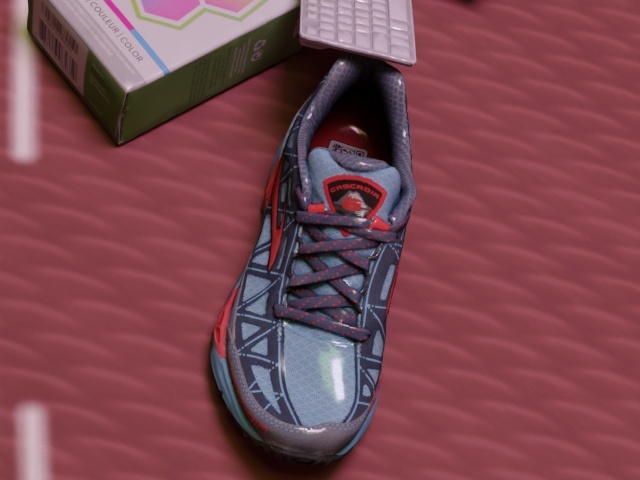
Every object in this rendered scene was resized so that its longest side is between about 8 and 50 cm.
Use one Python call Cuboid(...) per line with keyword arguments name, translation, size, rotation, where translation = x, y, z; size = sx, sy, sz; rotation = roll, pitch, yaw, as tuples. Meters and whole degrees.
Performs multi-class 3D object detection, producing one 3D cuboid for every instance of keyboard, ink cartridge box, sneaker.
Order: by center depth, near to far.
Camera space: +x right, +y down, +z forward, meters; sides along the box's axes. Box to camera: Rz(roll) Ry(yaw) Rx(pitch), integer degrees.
Cuboid(name="sneaker", translation=(0.000, 0.000, 0.935), size=(0.104, 0.125, 0.262), rotation=(10, 58, -5))
Cuboid(name="keyboard", translation=(0.023, -0.180, 1.051), size=(0.072, 0.014, 0.256), rotation=(8, 32, -5))
Cuboid(name="ink cartridge box", translation=(-0.076, -0.160, 1.051), size=(0.209, 0.062, 0.109), rotation=(-31, 70, -27))
